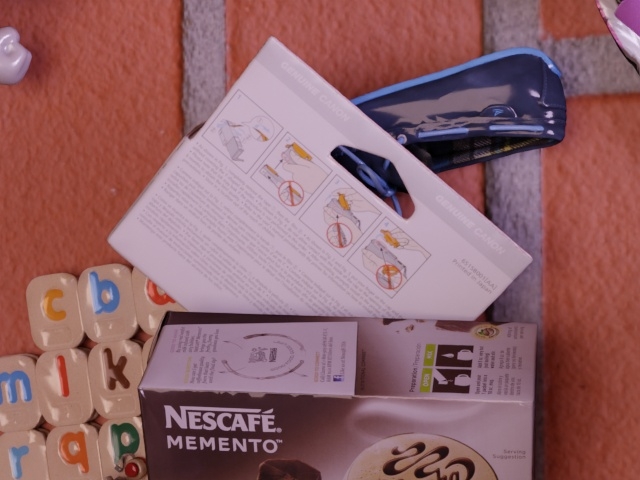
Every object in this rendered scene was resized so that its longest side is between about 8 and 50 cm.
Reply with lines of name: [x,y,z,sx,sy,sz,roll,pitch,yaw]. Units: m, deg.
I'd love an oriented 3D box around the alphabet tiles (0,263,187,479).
alphabet tiles: [-0.174,0.159,1.578,0.284,0.021,0.278,-9,89,24]

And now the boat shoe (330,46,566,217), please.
boat shoe: [0.073,-0.076,1.418,0.258,0.109,0.089,-22,70,25]

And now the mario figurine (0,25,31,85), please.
mario figurine: [-0.348,-0.243,1.625,0.321,0.170,0.198,-12,122,34]

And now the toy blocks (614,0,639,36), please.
toy blocks: [0.358,-0.264,1.246,0.309,0.260,0.288,45,139,6]

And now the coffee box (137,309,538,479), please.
coffee box: [0.018,0.156,1.366,0.297,0.119,0.168,2,119,7]

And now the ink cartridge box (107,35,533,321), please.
ink cartridge box: [0.000,0.000,1.416,0.275,0.060,0.239,41,115,-1]

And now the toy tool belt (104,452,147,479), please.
toy tool belt: [-0.186,0.230,1.547,0.052,0.051,0.083,35,105,18]

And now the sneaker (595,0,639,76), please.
sneaker: [0.270,-0.161,1.361,0.077,0.072,0.178,-29,86,9]
